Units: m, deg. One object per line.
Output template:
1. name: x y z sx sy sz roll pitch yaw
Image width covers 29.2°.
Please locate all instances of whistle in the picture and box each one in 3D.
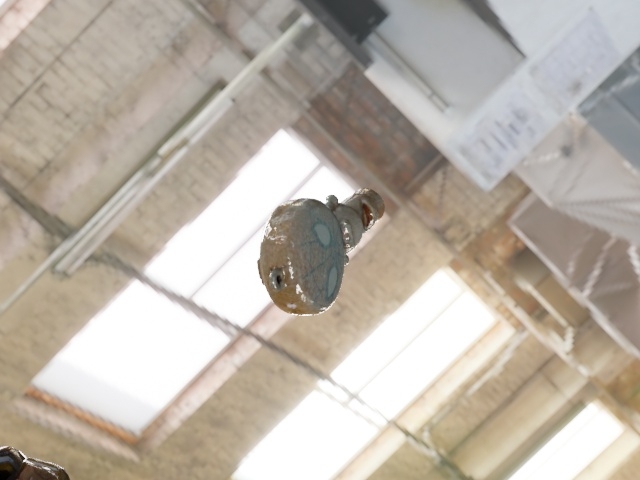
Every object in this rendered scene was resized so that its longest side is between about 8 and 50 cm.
1. whistle: 0.000 0.000 1.149 0.220 0.057 0.107 -39 -57 -56

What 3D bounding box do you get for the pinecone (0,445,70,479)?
1. pinecone: -0.269 0.290 0.888 0.384 0.384 0.384 45 -173 -7
